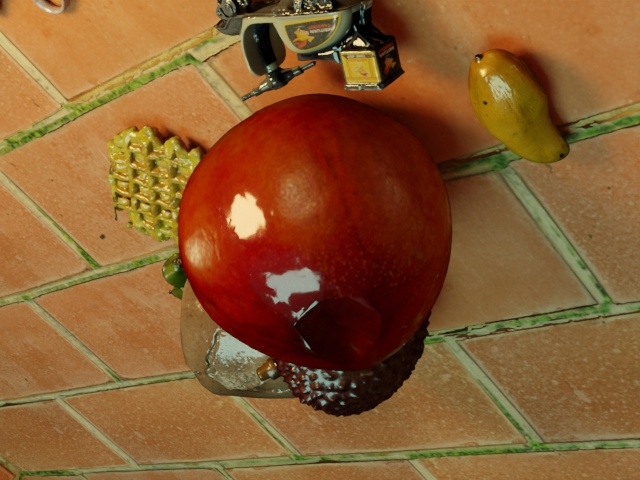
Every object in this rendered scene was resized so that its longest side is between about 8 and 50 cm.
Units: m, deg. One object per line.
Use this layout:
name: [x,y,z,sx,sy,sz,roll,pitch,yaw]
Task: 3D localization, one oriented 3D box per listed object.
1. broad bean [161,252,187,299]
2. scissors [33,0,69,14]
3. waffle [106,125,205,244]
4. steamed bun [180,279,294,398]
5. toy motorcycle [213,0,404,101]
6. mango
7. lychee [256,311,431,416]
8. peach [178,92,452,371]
broad bean: [-0.259,0.067,1.954,0.070,0.048,0.213,4,157,-3]
scissors: [-0.391,-0.414,1.480,0.118,0.030,0.242,35,149,-9]
waffle: [-0.263,-0.088,1.781,0.280,0.060,0.262,-16,124,44]
steamed bun: [-0.128,0.182,1.902,0.251,0.199,0.301,8,139,27]
toy motorcycle: [-0.030,-0.265,1.352,0.263,0.091,0.157,4,121,38]
mango: [0.245,-0.167,1.320,0.098,0.075,0.190,-2,142,44]
lychee: [0.033,0.149,1.698,0.304,0.276,0.276,-24,132,-1]
peach: [0.000,0.000,1.427,0.388,0.388,0.388,18,144,14]
